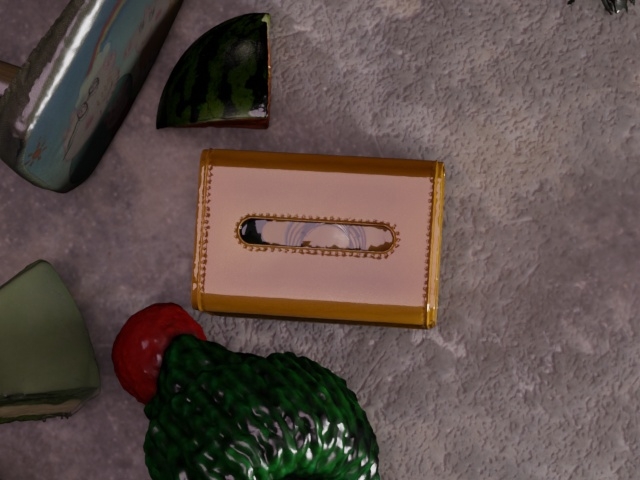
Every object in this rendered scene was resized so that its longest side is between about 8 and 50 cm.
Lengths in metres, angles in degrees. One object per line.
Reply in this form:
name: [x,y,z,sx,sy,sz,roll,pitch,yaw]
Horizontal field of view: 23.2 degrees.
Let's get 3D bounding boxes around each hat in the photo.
hat: [-0.102,0.186,1.746,0.242,0.274,0.332,-37,56,-9]

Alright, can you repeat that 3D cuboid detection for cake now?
cake: [-0.411,0.118,1.739,0.284,0.158,0.172,-3,71,-29]

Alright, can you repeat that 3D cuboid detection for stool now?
stool: [-0.318,-0.237,1.732,0.226,0.310,0.310,28,86,6]

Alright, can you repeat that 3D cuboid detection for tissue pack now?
tissue pack: [0.000,0.000,1.777,0.275,0.145,0.194,3,89,5]

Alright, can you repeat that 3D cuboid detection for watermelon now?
watermelon: [-0.109,-0.183,1.796,0.137,0.145,0.193,42,91,0]

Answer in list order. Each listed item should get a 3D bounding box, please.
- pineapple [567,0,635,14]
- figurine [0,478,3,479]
pineapple: [0.265,-0.350,1.798,0.251,0.125,0.125,33,90,2]
figurine: [-0.475,0.407,1.773,0.248,0.203,0.380,16,102,20]
